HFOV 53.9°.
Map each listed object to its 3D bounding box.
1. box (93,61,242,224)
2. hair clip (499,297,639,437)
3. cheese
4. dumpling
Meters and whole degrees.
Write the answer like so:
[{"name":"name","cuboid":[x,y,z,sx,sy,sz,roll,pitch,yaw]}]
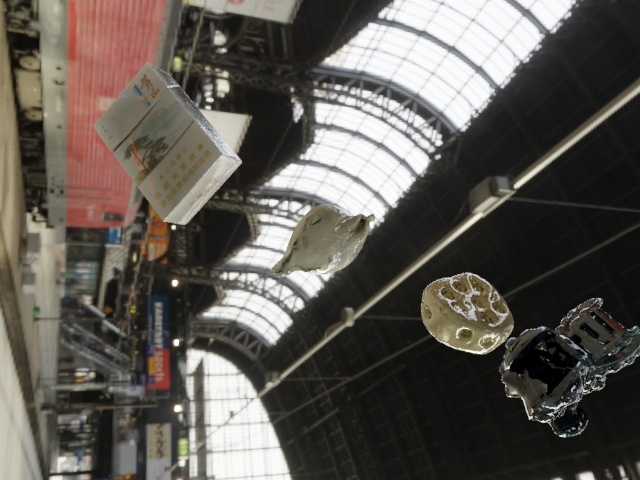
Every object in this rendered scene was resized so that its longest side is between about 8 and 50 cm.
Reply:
[{"name":"box","cuboid":[-0.253,-0.159,1.030,0.149,0.067,0.233,-45,-111,11]},{"name":"hair clip","cuboid":[0.469,0.242,1.203,0.194,0.310,0.206,49,-46,32]},{"name":"cheese","cuboid":[0.374,0.183,1.612,0.218,0.235,0.117,-45,160,-46]},{"name":"dumpling","cuboid":[0.000,0.000,1.356,0.142,0.247,0.172,65,-8,-4]}]
